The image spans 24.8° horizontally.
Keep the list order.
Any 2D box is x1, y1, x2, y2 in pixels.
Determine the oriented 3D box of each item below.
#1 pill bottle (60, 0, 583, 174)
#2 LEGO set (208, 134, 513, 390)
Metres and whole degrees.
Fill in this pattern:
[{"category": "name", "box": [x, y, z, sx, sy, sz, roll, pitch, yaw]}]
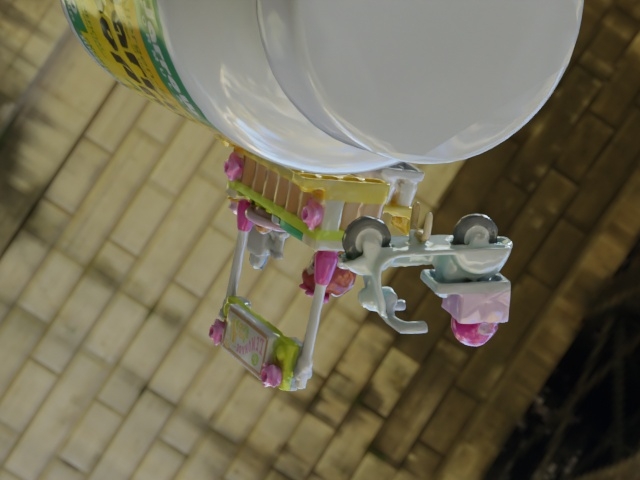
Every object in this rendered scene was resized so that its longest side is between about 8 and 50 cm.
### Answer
[{"category": "pill bottle", "box": [-0.008, -0.086, 0.471, 0.118, 0.117, 0.208, -57, -152, -1]}, {"category": "LEGO set", "box": [0.000, 0.000, 0.755, 0.287, 0.132, 0.107, -116, -144, -73]}]
